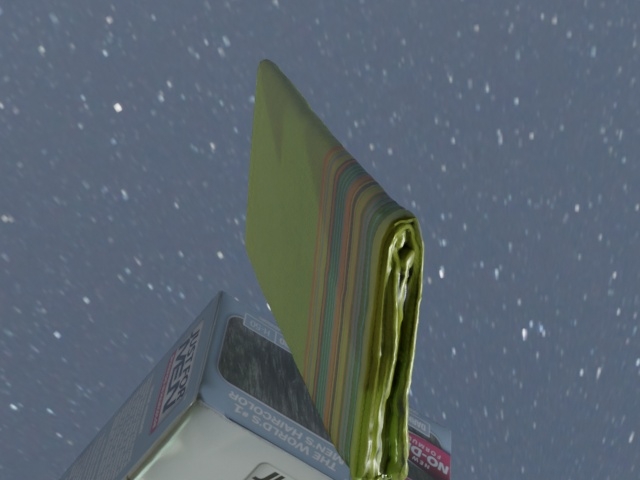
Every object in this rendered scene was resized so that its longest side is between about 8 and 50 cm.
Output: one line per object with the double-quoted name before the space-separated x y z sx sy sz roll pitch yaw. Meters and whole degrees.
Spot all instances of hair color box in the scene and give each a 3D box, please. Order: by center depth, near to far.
"hair color box" -0.098 0.227 0.938 0.185 0.374 0.114 33 -149 -15

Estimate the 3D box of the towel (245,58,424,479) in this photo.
"towel" 0.000 0.000 0.585 0.021 0.237 0.102 1 -70 -14
